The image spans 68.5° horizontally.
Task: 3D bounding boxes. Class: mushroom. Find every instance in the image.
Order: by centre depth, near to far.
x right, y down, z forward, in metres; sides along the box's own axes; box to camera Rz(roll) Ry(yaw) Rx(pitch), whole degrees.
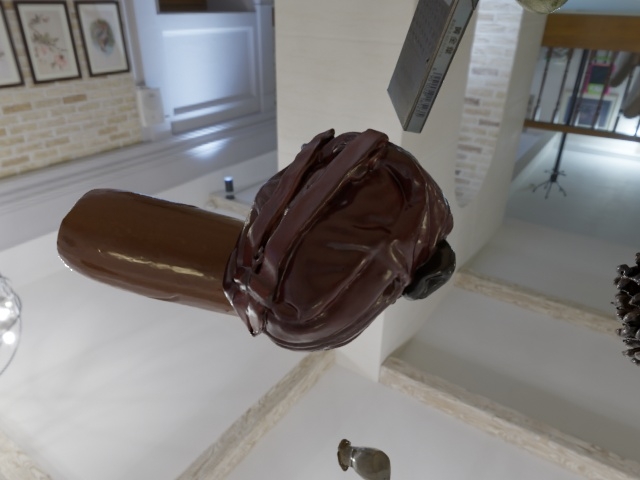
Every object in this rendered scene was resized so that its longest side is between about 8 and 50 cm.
[{"bbox_3d":[0.125,0.642,1.368,0.088,0.097,0.213,-43,-158,-30],"label":"mushroom"}]

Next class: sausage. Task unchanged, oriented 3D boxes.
[{"bbox_3d":[-0.142,0.024,0.572,0.304,0.121,0.121,16,-153,-9],"label":"sausage"}]

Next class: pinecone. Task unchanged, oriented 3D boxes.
[{"bbox_3d":[0.637,0.133,0.826,0.224,0.224,0.272,-1,-122,-4],"label":"pinecone"}]

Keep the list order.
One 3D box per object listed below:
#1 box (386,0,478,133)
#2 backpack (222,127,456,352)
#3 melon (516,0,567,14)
[{"bbox_3d":[0.213,-0.390,0.894,0.047,0.324,0.180,7,-138,-13],"label":"box"},{"bbox_3d":[0.001,0.002,0.447,0.229,0.139,0.229,-20,-131,25],"label":"backpack"},{"bbox_3d":[0.288,-0.363,0.608,0.098,0.130,0.098,-20,-159,8],"label":"melon"}]
